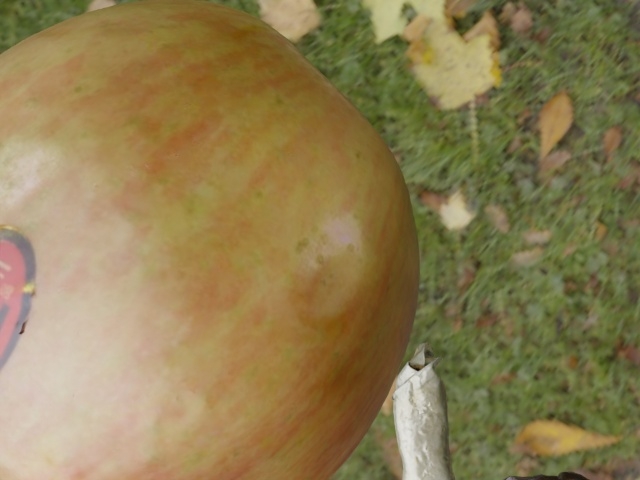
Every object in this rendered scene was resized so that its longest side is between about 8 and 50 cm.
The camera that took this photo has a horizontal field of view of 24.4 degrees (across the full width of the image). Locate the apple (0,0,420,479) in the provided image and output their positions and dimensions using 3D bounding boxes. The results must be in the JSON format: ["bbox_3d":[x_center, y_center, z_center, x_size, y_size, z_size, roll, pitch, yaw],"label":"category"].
[{"bbox_3d":[-0.114,0.018,1.067,0.346,0.391,0.391,-38,93,-5],"label":"apple"}]

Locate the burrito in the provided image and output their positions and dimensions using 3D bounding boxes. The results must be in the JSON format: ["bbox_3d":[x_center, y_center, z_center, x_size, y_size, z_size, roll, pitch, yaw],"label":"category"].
[{"bbox_3d":[0.115,0.245,1.570,0.059,0.082,0.275,-3,105,19],"label":"burrito"}]

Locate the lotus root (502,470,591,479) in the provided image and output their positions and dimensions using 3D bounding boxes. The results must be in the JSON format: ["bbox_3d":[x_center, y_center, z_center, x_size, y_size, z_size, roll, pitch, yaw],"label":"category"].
[{"bbox_3d":[0.119,0.245,0.795,0.167,0.078,0.329,-21,134,16],"label":"lotus root"}]
